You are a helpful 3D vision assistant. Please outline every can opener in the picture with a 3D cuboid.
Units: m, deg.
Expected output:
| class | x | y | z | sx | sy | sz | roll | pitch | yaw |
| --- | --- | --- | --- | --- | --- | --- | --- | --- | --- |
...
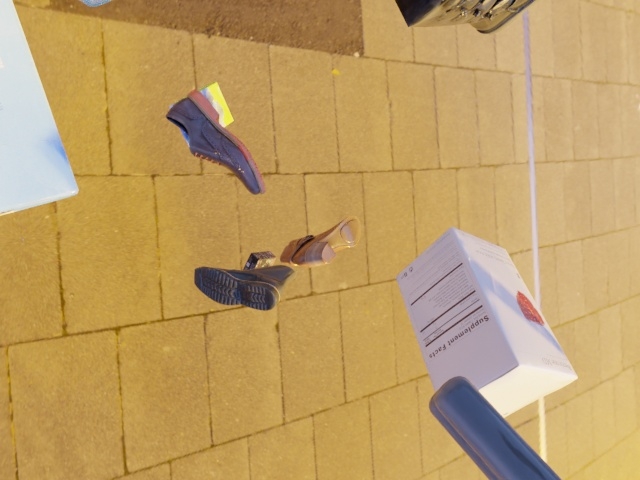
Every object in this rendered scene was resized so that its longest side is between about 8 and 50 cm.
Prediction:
| class | x | y | z | sx | sy | sz | roll | pitch | yaw |
| --- | --- | --- | --- | --- | --- | --- | --- | --- | --- |
| can opener | 0.228 | 0.244 | 0.456 | 0.093 | 0.074 | 0.280 | -40 | 67 | -18 |

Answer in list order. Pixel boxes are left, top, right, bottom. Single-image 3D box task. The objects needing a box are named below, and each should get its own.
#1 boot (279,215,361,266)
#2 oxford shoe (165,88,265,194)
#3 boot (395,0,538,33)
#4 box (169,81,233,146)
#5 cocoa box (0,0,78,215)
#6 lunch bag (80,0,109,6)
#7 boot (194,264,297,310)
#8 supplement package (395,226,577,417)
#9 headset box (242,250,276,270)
| class | x | y | z | sx | sy | sz | roll | pitch | yaw |
| --- | --- | --- | --- | --- | --- | --- | --- | --- | --- |
| boot | 0.000 | 0.000 | 1.170 | 0.197 | 0.152 | 0.073 | -37 | 112 | -43 |
| oxford shoe | -0.223 | -0.193 | 1.017 | 0.098 | 0.097 | 0.271 | -39 | 86 | -13 |
| boot | 0.384 | -0.595 | 0.969 | 0.445 | 0.367 | 0.146 | -19 | 69 | -47 |
| box | -0.290 | -0.316 | 1.166 | 0.109 | 0.042 | 0.178 | 68 | 27 | -26 |
| cocoa box | -0.453 | -0.188 | 0.522 | 0.227 | 0.231 | 0.348 | -22 | 107 | -30 |
| lunch bag | -0.494 | -0.675 | 1.027 | 0.107 | 0.279 | 0.224 | 22 | 45 | -1 |
| boot | -0.160 | 0.084 | 1.030 | 0.137 | 0.197 | 0.077 | -46 | 151 | -60 |
| supplement package | 0.296 | 0.155 | 0.886 | 0.177 | 0.175 | 0.293 | 18 | 41 | -32 |
| headset box | -0.154 | 0.062 | 1.204 | 0.083 | 0.032 | 0.062 | -3 | 127 | -58 |
